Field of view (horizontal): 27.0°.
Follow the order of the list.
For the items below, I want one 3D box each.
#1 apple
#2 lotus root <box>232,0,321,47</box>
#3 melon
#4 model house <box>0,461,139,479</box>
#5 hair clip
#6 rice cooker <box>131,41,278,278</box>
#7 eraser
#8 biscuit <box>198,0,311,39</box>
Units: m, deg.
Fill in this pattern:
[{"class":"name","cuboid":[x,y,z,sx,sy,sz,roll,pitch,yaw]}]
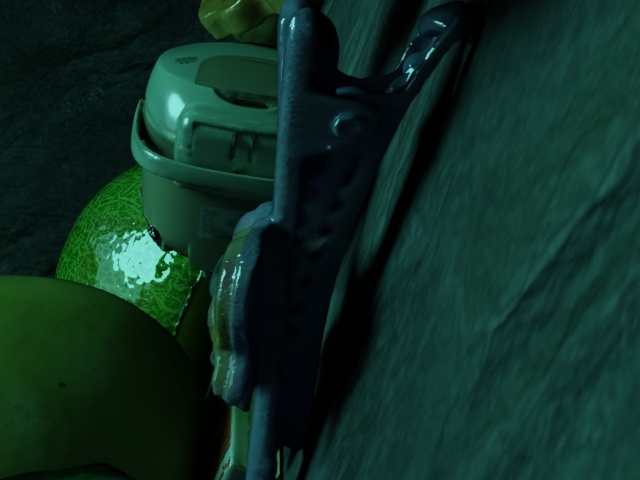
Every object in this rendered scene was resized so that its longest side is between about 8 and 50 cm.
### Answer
[{"class":"apple","cuboid":[-0.199,0.150,0.840,0.262,0.262,0.262,-162,90,-81]},{"class":"lotus root","cuboid":[-0.051,-0.310,1.415,0.154,0.140,0.257,-74,0,-64]},{"class":"melon","cuboid":[-0.141,0.034,1.018,0.129,0.169,0.265,7,-75,-65]},{"class":"model house","cuboid":[-0.150,0.256,0.361,0.243,0.298,0.284,-90,-16,-70]},{"class":"hair clip","cuboid":[-0.012,-0.007,0.693,0.137,0.090,0.278,-90,20,-71]},{"class":"rice cooker","cuboid":[-0.046,-0.060,0.854,0.206,0.145,0.127,-84,3,-62]},{"class":"eraser","cuboid":[-0.068,0.156,0.879,0.230,0.038,0.157,-96,26,-68]},{"class":"biscuit","cuboid":[0.013,-0.206,0.844,0.236,0.040,0.144,-34,24,31]}]
